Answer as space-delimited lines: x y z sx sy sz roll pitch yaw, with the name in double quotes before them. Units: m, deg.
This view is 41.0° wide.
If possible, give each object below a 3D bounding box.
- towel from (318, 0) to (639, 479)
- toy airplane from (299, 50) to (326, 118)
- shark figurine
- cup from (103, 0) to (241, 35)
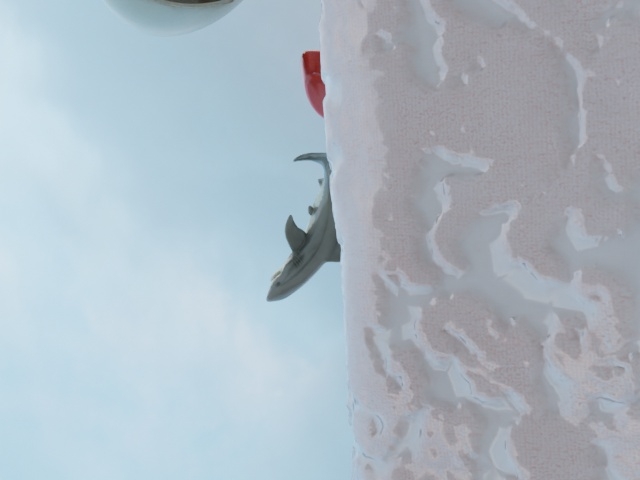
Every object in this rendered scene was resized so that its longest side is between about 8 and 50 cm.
"towel" 0.142 0.016 0.312 0.053 0.317 0.331 -9 -83 -57
"toy airplane" 0.142 -0.233 1.613 0.384 0.272 0.386 48 -145 -4
"shark figurine" 0.016 -0.023 1.414 0.116 0.278 0.166 27 -160 26
"cup" -0.271 -0.488 1.492 0.331 0.237 0.331 7 -110 -19
